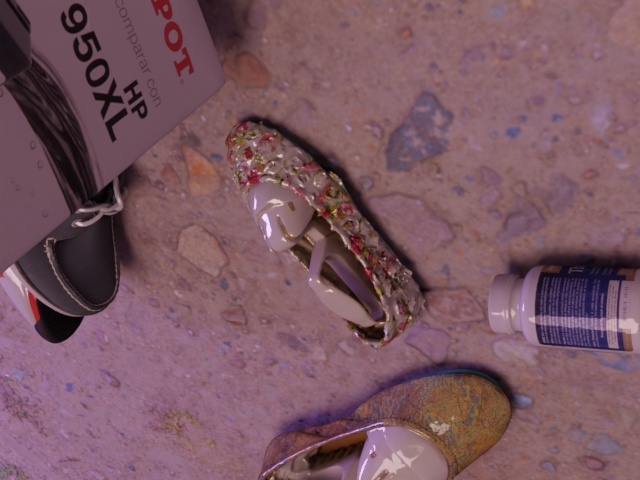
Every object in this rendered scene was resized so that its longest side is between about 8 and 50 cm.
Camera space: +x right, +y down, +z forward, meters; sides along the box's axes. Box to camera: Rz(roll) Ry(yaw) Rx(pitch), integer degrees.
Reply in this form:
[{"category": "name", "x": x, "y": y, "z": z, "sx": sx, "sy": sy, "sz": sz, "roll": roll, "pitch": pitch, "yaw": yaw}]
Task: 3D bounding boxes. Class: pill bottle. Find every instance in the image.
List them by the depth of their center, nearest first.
[{"category": "pill bottle", "x": 0.198, "y": 0.053, "z": 0.680, "sx": 0.120, "sy": 0.067, "sz": 0.067, "roll": 1, "pitch": 128, "yaw": 29}]

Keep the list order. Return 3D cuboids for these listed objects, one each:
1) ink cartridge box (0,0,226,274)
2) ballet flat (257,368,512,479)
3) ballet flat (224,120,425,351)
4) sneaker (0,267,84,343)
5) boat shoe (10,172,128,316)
[{"category": "ink cartridge box", "x": -0.266, "y": -0.123, "z": 0.502, "sx": 0.166, "sy": 0.395, "sz": 0.285, "roll": 8, "pitch": 131, "yaw": 33}, {"category": "ballet flat", "x": 0.049, "y": 0.235, "z": 0.892, "sx": 0.123, "sy": 0.123, "sz": 0.348, "roll": 47, "pitch": 135, "yaw": -14}, {"category": "ballet flat", "x": 0.000, "y": 0.000, "z": 0.741, "sx": 0.241, "sy": 0.077, "sz": 0.091, "roll": 45, "pitch": 136, "yaw": -11}, {"category": "sneaker", "x": -0.347, "y": -0.015, "z": 0.922, "sx": 0.145, "sy": 0.090, "sz": 0.270, "roll": 9, "pitch": 128, "yaw": 24}, {"category": "boat shoe", "x": -0.240, "y": -0.050, "z": 0.810, "sx": 0.099, "sy": 0.116, "sz": 0.319, "roll": 11, "pitch": 127, "yaw": 27}]
